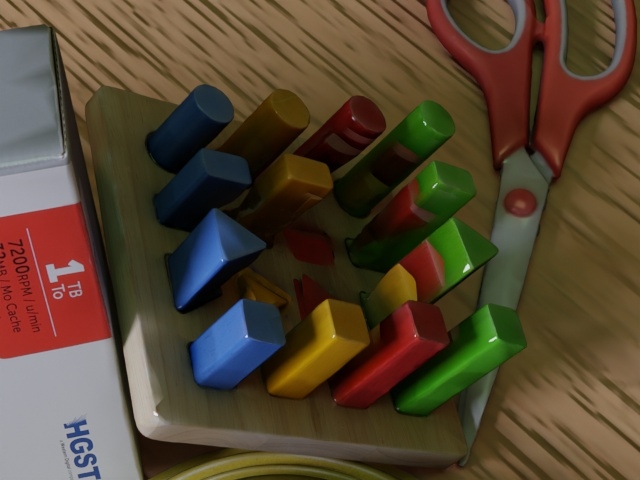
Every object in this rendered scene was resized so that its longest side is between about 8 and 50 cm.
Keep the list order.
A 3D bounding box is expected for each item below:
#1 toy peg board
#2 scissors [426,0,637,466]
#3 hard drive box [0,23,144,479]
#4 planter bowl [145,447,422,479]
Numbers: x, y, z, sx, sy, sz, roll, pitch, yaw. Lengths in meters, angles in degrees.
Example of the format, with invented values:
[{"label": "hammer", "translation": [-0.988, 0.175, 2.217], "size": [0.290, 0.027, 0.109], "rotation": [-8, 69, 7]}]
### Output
[{"label": "toy peg board", "translation": [0.000, 0.000, 0.595], "size": [0.160, 0.079, 0.161], "rotation": [13, 49, -37]}, {"label": "scissors", "translation": [0.109, -0.032, 0.695], "size": [0.109, 0.021, 0.297], "rotation": [0, 58, 0]}, {"label": "hard drive box", "translation": [-0.199, 0.030, 0.558], "size": [0.232, 0.181, 0.089], "rotation": [-11, 41, -6]}, {"label": "planter bowl", "translation": [-0.016, 0.160, 0.541], "size": [0.217, 0.090, 0.217], "rotation": [0, 60, 0]}]
